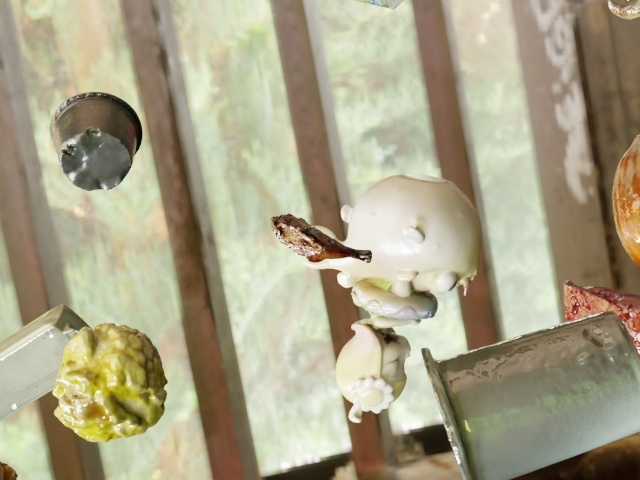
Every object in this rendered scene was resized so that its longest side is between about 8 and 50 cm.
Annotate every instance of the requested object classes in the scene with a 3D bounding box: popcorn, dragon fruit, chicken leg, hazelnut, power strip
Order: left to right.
[{"bbox_3d":[-0.372,0.161,1.495,0.272,0.078,0.052,-31,-156,24],"label":"power strip"},{"bbox_3d":[-0.203,0.143,1.214,0.106,0.121,0.116,38,-178,21],"label":"popcorn"},{"bbox_3d":[-0.002,0.002,1.676,0.145,0.037,0.062,27,-145,13],"label":"chicken leg"},{"bbox_3d":[0.543,0.176,2.098,0.330,0.302,0.240,36,-141,29],"label":"dragon fruit"},{"bbox_3d":[0.418,-0.040,1.445,0.182,0.182,0.182,-10,-174,1],"label":"hazelnut"}]

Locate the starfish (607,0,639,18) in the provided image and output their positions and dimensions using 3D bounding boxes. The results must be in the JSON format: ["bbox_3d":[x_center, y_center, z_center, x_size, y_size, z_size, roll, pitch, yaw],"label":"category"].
[{"bbox_3d":[0.520,-0.404,1.878,0.071,0.216,0.238,-15,170,-26],"label":"starfish"}]

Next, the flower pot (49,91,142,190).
[{"bbox_3d":[-0.374,-0.157,2.077,0.157,0.157,0.107,-11,-145,-3],"label":"flower pot"}]

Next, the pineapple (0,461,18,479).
[{"bbox_3d":[-0.547,0.353,1.918,0.221,0.221,0.047,-5,-144,42],"label":"pineapple"}]

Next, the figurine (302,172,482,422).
[{"bbox_3d":[0.090,0.084,1.920,0.274,0.394,0.226,16,-167,13],"label":"figurine"}]

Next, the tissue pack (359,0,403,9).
[{"bbox_3d":[0.077,-0.367,1.657,0.085,0.079,0.111,-43,-145,-12],"label":"tissue pack"}]

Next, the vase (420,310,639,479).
[{"bbox_3d":[0.313,0.221,1.787,0.291,0.245,0.245,-21,-174,5],"label":"vase"}]
